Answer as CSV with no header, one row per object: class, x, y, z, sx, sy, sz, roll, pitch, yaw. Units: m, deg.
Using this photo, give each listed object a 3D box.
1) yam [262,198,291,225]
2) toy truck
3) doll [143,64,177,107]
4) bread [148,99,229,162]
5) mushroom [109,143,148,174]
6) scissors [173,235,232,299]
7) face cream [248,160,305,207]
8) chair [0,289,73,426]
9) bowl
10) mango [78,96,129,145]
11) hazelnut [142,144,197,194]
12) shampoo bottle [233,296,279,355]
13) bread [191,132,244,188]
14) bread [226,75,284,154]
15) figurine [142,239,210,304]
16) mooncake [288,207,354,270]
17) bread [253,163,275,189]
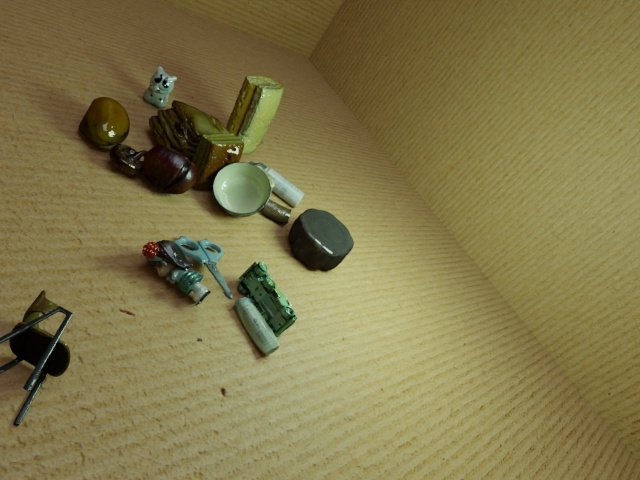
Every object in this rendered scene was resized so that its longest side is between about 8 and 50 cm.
yam,-0.201,-0.130,2.037,0.127,0.084,0.084,24,35,-16
toy truck,-0.172,0.205,1.606,0.260,0.128,0.135,55,21,24
doll,-0.753,-0.708,2.101,0.110,0.180,0.107,27,47,-21
bread,-0.542,-0.470,2.001,0.369,0.192,0.314,-6,52,-51
mushroom,-0.724,-0.309,1.715,0.135,0.080,0.170,57,33,4
scissors,-0.377,0.091,1.538,0.191,0.030,0.360,9,28,-42
face cream,-0.222,-0.287,2.194,0.311,0.092,0.092,38,32,-4
chair,-0.654,0.244,1.019,0.172,0.159,0.247,34,33,-5
bowl,-0.331,-0.200,1.892,0.237,0.126,0.238,3,73,-11
mango,-0.826,-0.454,1.738,0.166,0.136,0.236,25,40,-28
hazelnut,-0.586,-0.270,1.736,0.204,0.177,0.178,42,25,-36
shampoo bottle,-0.217,0.287,1.514,0.072,0.049,0.212,-30,68,-23
bread,-0.440,-0.329,1.881,0.110,0.234,0.184,46,33,20
bread,-0.332,-0.611,2.221,0.165,0.376,0.236,36,27,10
figurine,-0.457,0.096,1.443,0.245,0.138,0.110,44,76,-1
mooncake,0.000,0.000,2.007,0.305,0.154,0.306,26,34,-19
bread,-0.274,-0.257,2.026,0.139,0.178,0.060,42,64,-2
